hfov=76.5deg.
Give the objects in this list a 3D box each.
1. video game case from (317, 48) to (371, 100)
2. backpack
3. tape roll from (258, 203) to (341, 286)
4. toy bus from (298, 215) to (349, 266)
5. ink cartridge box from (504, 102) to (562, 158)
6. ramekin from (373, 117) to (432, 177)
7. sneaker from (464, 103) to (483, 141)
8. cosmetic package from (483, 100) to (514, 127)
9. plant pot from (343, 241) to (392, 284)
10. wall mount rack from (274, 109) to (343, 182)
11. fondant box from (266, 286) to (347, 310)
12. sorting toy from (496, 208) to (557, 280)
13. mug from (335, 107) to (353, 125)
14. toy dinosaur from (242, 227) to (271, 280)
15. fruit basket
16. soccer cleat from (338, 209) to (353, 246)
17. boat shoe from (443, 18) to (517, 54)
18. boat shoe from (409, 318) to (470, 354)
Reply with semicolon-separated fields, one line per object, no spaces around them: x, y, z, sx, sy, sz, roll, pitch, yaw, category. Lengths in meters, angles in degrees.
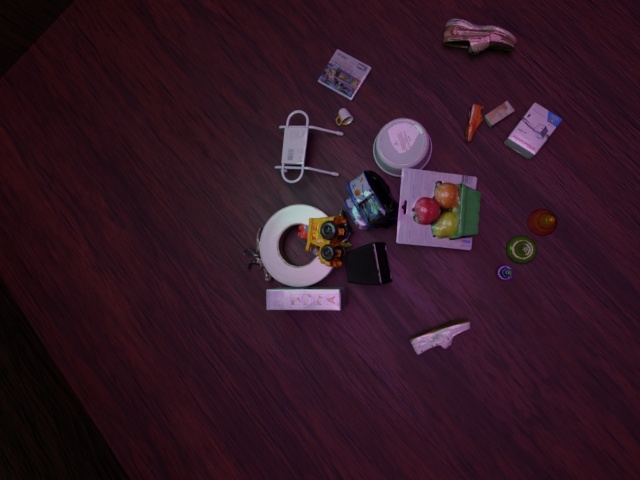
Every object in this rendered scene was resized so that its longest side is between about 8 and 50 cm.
0.117;-0.808;1.985;0.201;0.023;0.183;33;93;10;video game case
0.232;-0.178;1.821;0.213;0.276;0.263;-27;79;22;backpack
-0.097;0.024;1.908;0.392;0.072;0.392;-1;88;12;tape roll
0.000;0.000;1.787;0.211;0.149;0.220;4;90;25;toy bus
0.926;-0.476;1.775;0.139;0.082;0.191;37;93;11;ink cartridge box
0.373;-0.432;1.858;0.273;0.127;0.273;-1;87;12;ramekin
0.697;-0.529;1.834;0.067;0.064;0.175;14;92;2;sneaker
0.800;-0.566;1.824;0.115;0.041;0.060;-35;81;7;cosmetic package
0.210;0.112;1.842;0.167;0.188;0.187;-11;85;25;plant pot
-0.059;-0.435;1.951;0.304;0.130;0.350;6;88;15;wall mount rack
-0.055;0.261;1.846;0.330;0.238;0.096;-3;86;11;fondant box
0.889;0.017;1.731;0.127;0.126;0.365;37;93;11;sorting toy
0.109;-0.598;1.956;0.078;0.062;0.064;-26;74;2;mug
-0.315;0.080;2.000;0.118;0.064;0.268;-14;83;-4;toy dinosaur
0.502;-0.132;1.759;0.353;0.165;0.327;4;88;-5;fruit basket
0.120;-0.057;1.927;0.072;0.060;0.179;-3;93;2;soccer cleat
0.710;-0.896;1.831;0.324;0.123;0.116;22;98;18;boat shoe
0.539;0.429;1.795;0.277;0.098;0.096;-25;83;18;boat shoe
